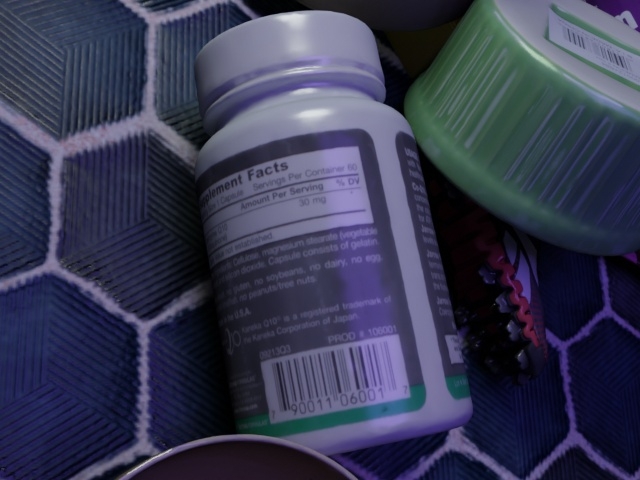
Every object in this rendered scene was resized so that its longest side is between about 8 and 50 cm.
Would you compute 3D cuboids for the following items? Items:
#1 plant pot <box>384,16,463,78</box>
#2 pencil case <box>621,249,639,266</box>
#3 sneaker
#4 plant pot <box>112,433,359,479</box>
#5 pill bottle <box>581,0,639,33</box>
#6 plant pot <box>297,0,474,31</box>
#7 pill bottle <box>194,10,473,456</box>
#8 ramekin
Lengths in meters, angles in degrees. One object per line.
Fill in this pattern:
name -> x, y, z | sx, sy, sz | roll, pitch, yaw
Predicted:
plant pot -> 0.136, -0.250, 0.965 | 0.081, 0.083, 0.081 | -29, 90, -33
pencil case -> 0.413, -0.002, 1.044 | 0.209, 0.095, 0.098 | 28, 100, -17
sneaker -> 0.199, 0.013, 0.910 | 0.135, 0.097, 0.276 | -16, 82, -29
plant pot -> -0.092, 0.291, 0.608 | 0.284, 0.191, 0.284 | 8, 71, -26
pill bottle -> 0.373, -0.279, 1.043 | 0.181, 0.181, 0.323 | -22, 82, -32
plant pot -> 0.081, -0.422, 0.828 | 0.323, 0.280, 0.323 | 7, 60, -12
pill bottle -> 0.000, 0.000, 0.741 | 0.204, 0.204, 0.361 | -4, 77, -30
ramekin -> 0.254, -0.139, 0.872 | 0.303, 0.148, 0.303 | 18, 36, -14
